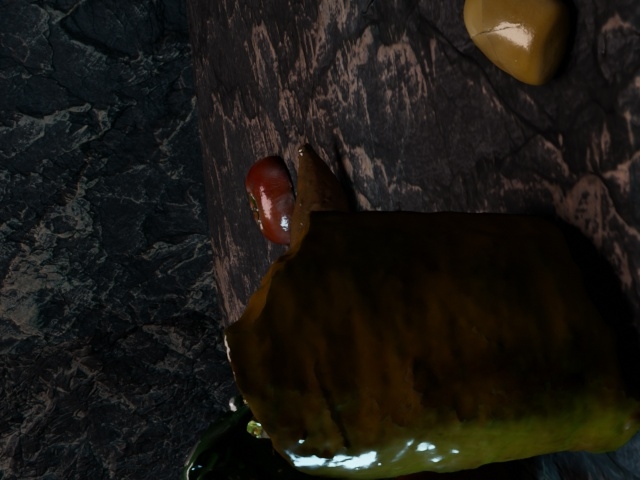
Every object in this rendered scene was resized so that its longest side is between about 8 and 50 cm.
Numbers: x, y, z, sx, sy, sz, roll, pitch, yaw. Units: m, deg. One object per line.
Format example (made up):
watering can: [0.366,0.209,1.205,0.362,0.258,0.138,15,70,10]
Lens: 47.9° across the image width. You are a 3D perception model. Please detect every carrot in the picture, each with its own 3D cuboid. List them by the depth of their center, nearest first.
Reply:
carrot: [0.088,0.092,0.657,0.241,0.341,0.241,179,90,-84]

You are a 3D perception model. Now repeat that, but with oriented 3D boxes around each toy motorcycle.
toy motorcycle: [-0.024,0.244,0.682,0.124,0.275,0.187,-58,39,0]

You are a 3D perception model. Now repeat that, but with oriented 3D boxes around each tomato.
tomato: [-0.118,-0.085,1.695,0.225,0.085,0.224,165,90,-74]

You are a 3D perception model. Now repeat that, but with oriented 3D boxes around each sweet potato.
sweet potato: [0.002,0.000,1.217,0.131,0.131,0.336,125,130,-71]

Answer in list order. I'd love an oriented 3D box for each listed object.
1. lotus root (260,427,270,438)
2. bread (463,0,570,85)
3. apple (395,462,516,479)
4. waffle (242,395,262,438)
lotus root: [-0.015,0.376,1.480,0.199,0.188,0.180,48,177,20]
bread: [0.160,-0.185,0.613,0.082,0.056,0.115,94,158,-50]
apple: [0.137,0.343,0.836,0.230,0.230,0.229,167,90,-75]
waffle: [-0.074,0.331,1.581,0.060,0.307,0.311,-13,81,32]
